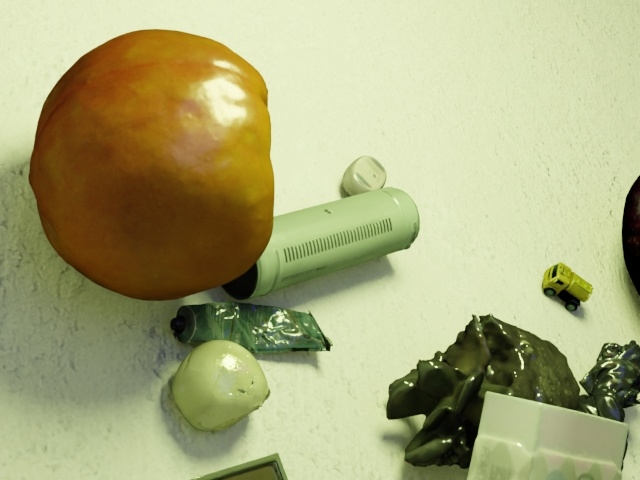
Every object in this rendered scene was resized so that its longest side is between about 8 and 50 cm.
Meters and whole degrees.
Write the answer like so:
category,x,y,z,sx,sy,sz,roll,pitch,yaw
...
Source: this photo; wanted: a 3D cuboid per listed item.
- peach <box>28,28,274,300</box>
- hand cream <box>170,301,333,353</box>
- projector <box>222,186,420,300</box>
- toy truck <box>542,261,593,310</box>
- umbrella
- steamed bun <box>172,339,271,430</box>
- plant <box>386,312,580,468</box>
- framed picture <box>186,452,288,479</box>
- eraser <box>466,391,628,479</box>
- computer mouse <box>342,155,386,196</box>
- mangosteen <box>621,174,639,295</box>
category,x,y,z,sx,sy,sz,roll,pitch,yaw
peach,-0.214,-0.092,1.412,0.301,0.343,0.343,-1,60,-8
hand cream,-0.095,0.119,1.542,0.248,0.052,0.075,5,60,-34
projector,0.000,0.000,1.651,0.337,0.108,0.108,-16,73,-42
toy truck,0.430,0.078,1.952,0.083,0.054,0.049,34,48,-13
umbrella,0.458,0.280,1.814,0.122,0.110,0.272,41,50,-8
steamed bun,-0.127,0.183,1.450,0.130,0.091,0.112,-16,71,-41
plant,0.234,0.222,1.630,0.276,0.199,0.188,3,55,-39
framed picture,-0.085,0.411,1.385,0.192,0.018,0.265,-7,67,-39
eraser,0.277,0.416,1.477,0.213,0.082,0.397,16,83,-31
computer mouse,0.069,-0.098,1.813,0.066,0.039,0.096,46,38,-3
mangosteen,0.750,-0.017,1.983,0.382,0.435,0.382,21,50,-28
